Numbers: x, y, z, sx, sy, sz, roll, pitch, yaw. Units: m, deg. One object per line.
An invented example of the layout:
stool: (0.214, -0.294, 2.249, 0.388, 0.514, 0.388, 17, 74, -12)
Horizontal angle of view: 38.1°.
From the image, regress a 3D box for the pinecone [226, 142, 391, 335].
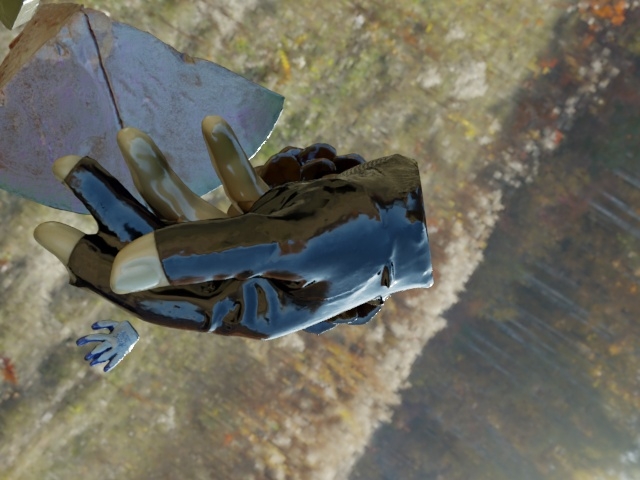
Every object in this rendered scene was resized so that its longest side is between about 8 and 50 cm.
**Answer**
pinecone: (0.000, 0.000, 0.943, 0.207, 0.208, 0.207, -54, 170, -14)

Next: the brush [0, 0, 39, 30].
brush: (-0.570, -0.483, 1.636, 0.059, 0.197, 0.123, -35, -177, -34)

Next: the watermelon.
watermelon: (-0.237, -0.185, 1.130, 0.319, 0.292, 0.222, -45, -153, 33)

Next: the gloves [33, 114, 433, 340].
gloves: (-0.061, -0.004, 0.692, 0.197, 0.301, 0.152, -79, -179, -74)

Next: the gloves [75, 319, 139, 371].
gloves: (-0.292, 0.139, 1.271, 0.086, 0.064, 0.026, -43, -176, -38)
